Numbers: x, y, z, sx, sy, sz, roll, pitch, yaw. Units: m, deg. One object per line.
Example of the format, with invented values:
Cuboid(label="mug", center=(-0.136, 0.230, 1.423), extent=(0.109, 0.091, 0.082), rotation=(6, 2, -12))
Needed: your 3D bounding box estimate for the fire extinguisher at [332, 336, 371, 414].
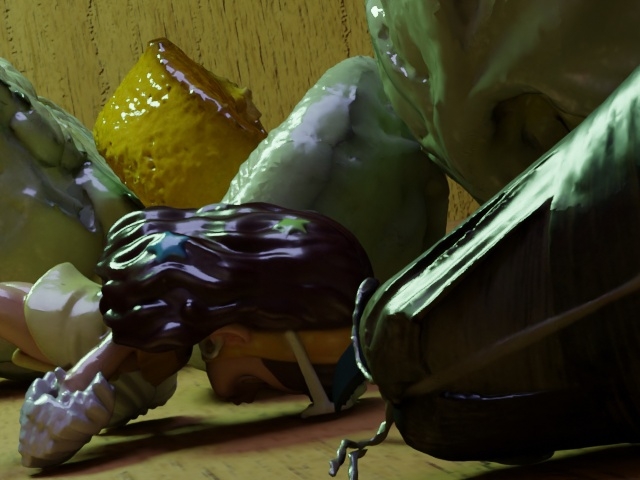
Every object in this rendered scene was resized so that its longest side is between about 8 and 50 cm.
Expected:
Cuboid(label="fire extinguisher", center=(0.164, 0.021, 0.819), extent=(0.344, 0.102, 0.138), rotation=(-10, -31, 8))

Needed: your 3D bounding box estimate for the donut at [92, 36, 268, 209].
Cuboid(label="donut", center=(-0.050, -0.037, 1.412), extent=(0.118, 0.253, 0.253), rotation=(-49, 0, 3))

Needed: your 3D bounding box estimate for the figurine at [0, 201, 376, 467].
Cuboid(label="figurine", center=(-0.090, 0.042, 0.997), extent=(0.240, 0.116, 0.175), rotation=(-10, 2, 13))

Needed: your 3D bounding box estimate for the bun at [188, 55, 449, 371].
Cuboid(label="bun", center=(0.000, 0.000, 1.176), extent=(0.231, 0.133, 0.231), rotation=(-52, 2, 3))

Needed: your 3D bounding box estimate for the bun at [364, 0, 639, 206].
Cuboid(label="bun", center=(0.171, -0.081, 1.017), extent=(0.219, 0.365, 0.365), rotation=(-55, 19, -17))

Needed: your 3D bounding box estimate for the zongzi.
Cuboid(label="zongzi", center=(0.109, -0.045, 0.685), extent=(0.248, 0.241, 0.111), rotation=(-9, 3, 20))

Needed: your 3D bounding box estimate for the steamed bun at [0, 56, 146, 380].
Cuboid(label="steamed bun", center=(-0.244, -0.004, 1.497), extent=(0.207, 0.268, 0.280), rotation=(-46, 24, 3))
